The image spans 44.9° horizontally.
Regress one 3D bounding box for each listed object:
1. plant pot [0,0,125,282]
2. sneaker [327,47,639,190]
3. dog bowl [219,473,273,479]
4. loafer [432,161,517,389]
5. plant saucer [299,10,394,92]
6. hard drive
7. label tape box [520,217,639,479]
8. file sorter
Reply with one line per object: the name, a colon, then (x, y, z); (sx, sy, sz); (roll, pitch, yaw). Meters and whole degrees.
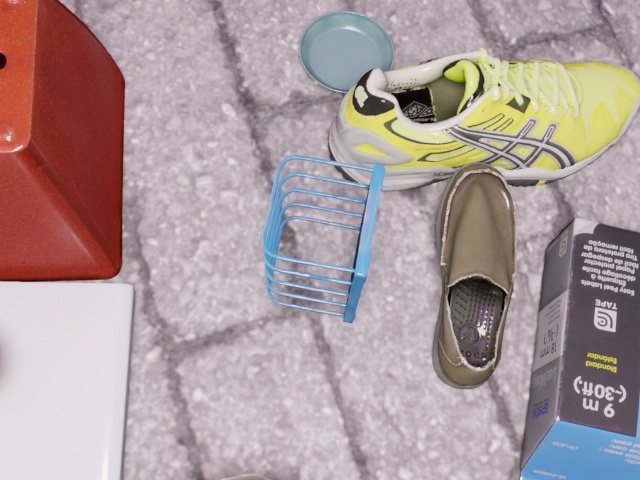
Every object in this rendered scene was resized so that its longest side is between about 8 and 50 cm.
plant pot: (-0.350, -0.118, 0.778); (0.267, 0.235, 0.267); (-2, 70, -7)
sneaker: (0.205, -0.145, 0.890); (0.385, 0.147, 0.145); (-13, 70, -11)
dog bowl: (-0.045, 0.389, 0.695); (0.349, 0.102, 0.348); (2, 69, -5)
loafer: (0.175, 0.034, 0.834); (0.095, 0.087, 0.251); (4, 81, -4)
plant saucer: (0.032, -0.232, 0.971); (0.120, 0.021, 0.119); (2, 71, -5)
hard drive: (-0.299, 0.194, 0.773); (0.203, 0.040, 0.307); (1, 70, -5)
label tape box: (0.351, 0.167, 0.813); (0.241, 0.106, 0.333); (13, 69, 0)
file sorter: (0.000, 0.000, 0.807); (0.105, 0.170, 0.118); (11, 69, 2)
